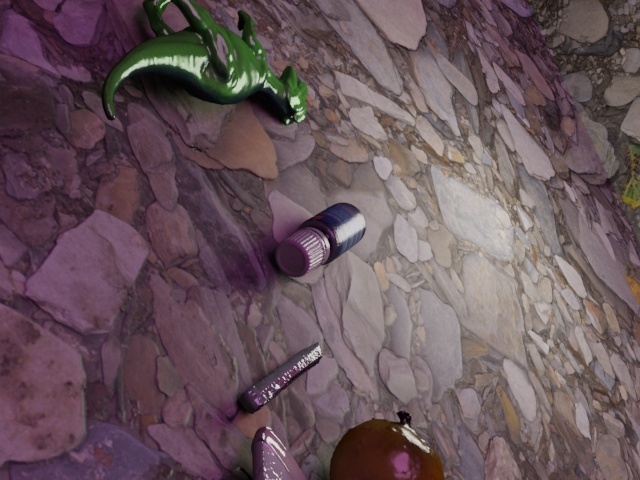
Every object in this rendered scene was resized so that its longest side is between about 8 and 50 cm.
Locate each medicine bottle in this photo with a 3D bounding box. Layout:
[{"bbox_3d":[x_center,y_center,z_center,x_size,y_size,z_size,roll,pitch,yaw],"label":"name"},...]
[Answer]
[{"bbox_3d":[0.000,0.000,1.475,0.083,0.083,0.203,57,35,-1],"label":"medicine bottle"}]

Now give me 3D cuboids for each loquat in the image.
[{"bbox_3d":[0.094,0.348,1.253,0.172,0.149,0.204,35,54,-32],"label":"loquat"}]

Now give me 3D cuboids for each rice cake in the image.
[{"bbox_3d":[-0.052,0.200,1.290,0.033,0.033,0.208,50,32,7],"label":"rice cake"}]

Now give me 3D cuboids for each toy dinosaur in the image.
[{"bbox_3d":[-0.177,-0.229,1.437,0.374,0.144,0.499,50,36,-32],"label":"toy dinosaur"}]

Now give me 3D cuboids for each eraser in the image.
[{"bbox_3d":[-0.024,0.385,1.128,0.243,0.059,0.204,62,3,-18],"label":"eraser"}]

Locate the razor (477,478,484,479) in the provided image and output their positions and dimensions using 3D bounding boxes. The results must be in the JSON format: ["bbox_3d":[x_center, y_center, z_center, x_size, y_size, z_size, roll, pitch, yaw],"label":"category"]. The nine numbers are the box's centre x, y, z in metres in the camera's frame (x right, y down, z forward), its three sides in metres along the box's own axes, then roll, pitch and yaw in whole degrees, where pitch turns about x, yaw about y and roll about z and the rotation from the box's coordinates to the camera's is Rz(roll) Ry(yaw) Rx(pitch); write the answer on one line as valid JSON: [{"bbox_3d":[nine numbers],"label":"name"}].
[{"bbox_3d":[0.251,0.431,1.490,0.135,0.040,0.068,-4,67,-60],"label":"razor"}]
